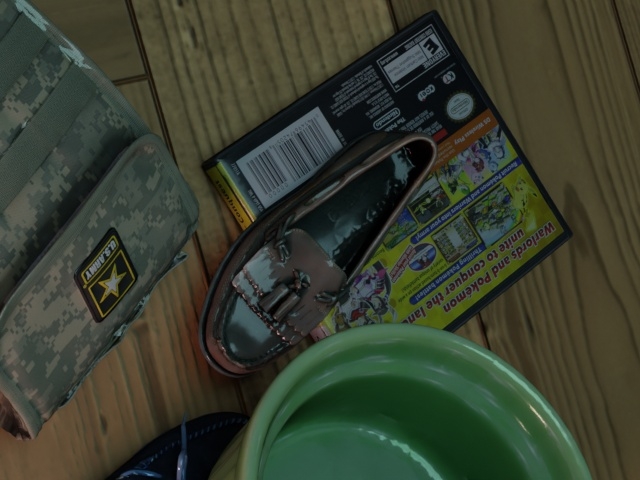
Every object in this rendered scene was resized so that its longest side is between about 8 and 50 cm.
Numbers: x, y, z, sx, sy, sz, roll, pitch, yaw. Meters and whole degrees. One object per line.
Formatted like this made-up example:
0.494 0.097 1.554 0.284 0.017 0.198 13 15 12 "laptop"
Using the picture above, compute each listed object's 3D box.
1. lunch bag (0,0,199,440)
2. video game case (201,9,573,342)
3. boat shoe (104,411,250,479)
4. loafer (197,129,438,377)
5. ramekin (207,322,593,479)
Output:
-0.241 -0.020 1.269 0.287 0.169 0.235 46 62 -21 "lunch bag"
0.066 -0.035 1.493 0.275 0.035 0.248 -36 98 -27 "video game case"
-0.135 0.228 1.319 0.258 0.089 0.109 -40 100 -26 "boat shoe"
0.000 0.000 1.385 0.096 0.084 0.267 46 65 -13 "loafer"
0.051 0.228 1.277 0.303 0.148 0.303 13 59 -22 "ramekin"
